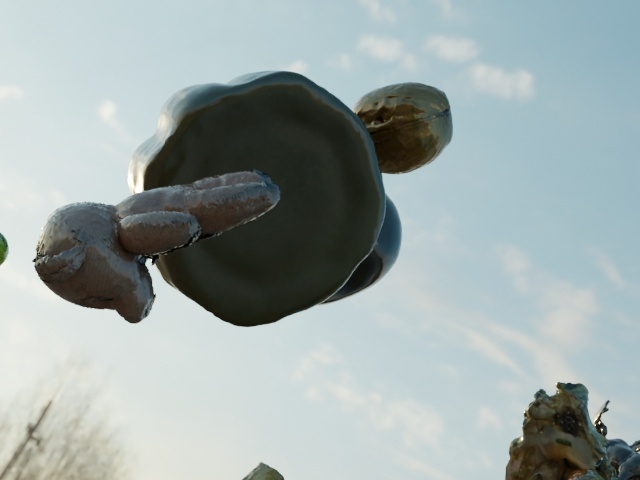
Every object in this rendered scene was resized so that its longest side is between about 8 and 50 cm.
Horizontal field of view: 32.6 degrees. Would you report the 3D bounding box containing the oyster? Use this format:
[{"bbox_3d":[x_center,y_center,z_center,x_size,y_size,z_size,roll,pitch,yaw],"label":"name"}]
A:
[{"bbox_3d":[0.384,0.391,1.695,0.201,0.355,0.107,21,19,40],"label":"oyster"}]

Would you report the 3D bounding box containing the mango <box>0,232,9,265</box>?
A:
[{"bbox_3d":[-0.523,0.041,1.483,0.232,0.125,0.111,-21,-63,24],"label":"mango"}]

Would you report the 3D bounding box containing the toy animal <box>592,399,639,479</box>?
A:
[{"bbox_3d":[0.490,0.363,1.839,0.094,0.186,0.214,64,-16,-18],"label":"toy animal"}]

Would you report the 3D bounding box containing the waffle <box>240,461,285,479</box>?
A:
[{"bbox_3d":[-0.073,0.501,1.704,0.057,0.168,0.274,-4,-61,50],"label":"waffle"}]

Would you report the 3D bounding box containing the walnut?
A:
[{"bbox_3d":[0.124,-0.177,1.749,0.180,0.144,0.144,-4,-38,31],"label":"walnut"}]

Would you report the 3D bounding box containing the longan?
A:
[{"bbox_3d":[0.000,0.000,2.224,0.288,0.350,0.289,40,-39,42],"label":"longan"}]

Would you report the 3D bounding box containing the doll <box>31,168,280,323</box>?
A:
[{"bbox_3d":[-0.189,0.009,1.316,0.201,0.303,0.156,-130,-154,-77],"label":"doll"}]

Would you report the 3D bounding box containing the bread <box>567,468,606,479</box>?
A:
[{"bbox_3d":[0.348,0.448,1.523,0.142,0.253,0.227,37,11,16],"label":"bread"}]

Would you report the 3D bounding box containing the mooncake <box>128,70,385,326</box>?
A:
[{"bbox_3d":[-0.102,-0.073,1.647,0.378,0.378,0.200,39,-5,-23],"label":"mooncake"}]
